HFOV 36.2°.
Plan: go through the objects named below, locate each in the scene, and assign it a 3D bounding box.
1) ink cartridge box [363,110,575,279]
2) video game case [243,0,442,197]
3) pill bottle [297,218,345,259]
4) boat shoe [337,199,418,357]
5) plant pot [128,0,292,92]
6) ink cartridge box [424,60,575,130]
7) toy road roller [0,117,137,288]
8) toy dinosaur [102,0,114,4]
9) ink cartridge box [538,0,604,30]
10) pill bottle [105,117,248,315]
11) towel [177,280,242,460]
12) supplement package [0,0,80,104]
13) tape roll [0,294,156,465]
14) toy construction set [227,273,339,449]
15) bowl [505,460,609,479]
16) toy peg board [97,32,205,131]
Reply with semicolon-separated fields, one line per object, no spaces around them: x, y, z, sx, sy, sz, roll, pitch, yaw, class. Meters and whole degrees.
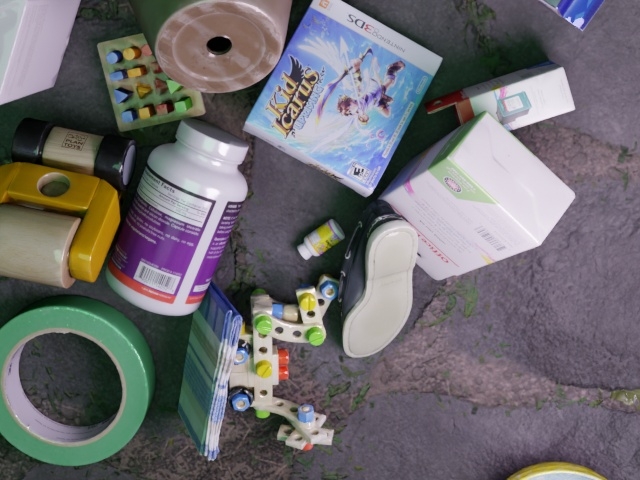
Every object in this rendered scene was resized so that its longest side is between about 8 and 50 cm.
0.235;-0.062;1.657;0.207;0.353;0.119;42;67;-8;ink cartridge box
0.039;-0.250;1.658;0.244;0.061;0.269;28;81;-3;video game case
0.000;0.000;1.781;0.083;0.043;0.043;-35;100;11;pill bottle
0.089;0.068;1.743;0.127;0.113;0.340;-12;137;-15;boat shoe
-0.166;-0.392;1.497;0.323;0.280;0.323;-7;145;-5;plant pot
0.299;-0.229;1.661;0.231;0.134;0.078;-18;103;8;ink cartridge box
-0.438;-0.031;1.670;0.202;0.329;0.240;11;140;2;toy road roller
-0.346;-0.476;1.673;0.268;0.064;0.118;-16;106;16;toy dinosaur
0.357;-0.506;1.626;0.332;0.065;0.165;32;103;-6;ink cartridge box
-0.243;-0.042;1.713;0.181;0.181;0.323;23;104;-3;pill bottle
-0.204;0.228;1.776;0.034;0.209;0.285;5;104;-24;towel
-0.533;-0.345;1.593;0.175;0.293;0.177;21;104;-3;supplement package
-0.477;0.266;1.858;0.321;0.077;0.321;1;105;3;tape roll
-0.067;0.225;1.797;0.215;0.151;0.328;-4;102;-9;toy construction set
0.436;0.525;1.833;0.289;0.156;0.289;1;105;3;bowl
-0.301;-0.280;1.708;0.160;0.079;0.161;-11;103;6;toy peg board
